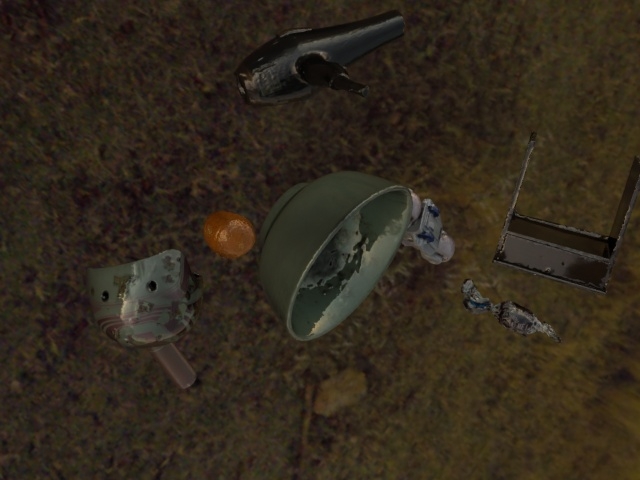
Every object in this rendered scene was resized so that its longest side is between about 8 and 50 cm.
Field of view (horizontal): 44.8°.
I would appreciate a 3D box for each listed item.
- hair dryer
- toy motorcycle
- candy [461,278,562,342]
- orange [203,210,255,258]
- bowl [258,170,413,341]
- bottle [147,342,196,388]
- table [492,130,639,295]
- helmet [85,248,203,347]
[{"bbox_3d":[0.040,-0.267,1.192,0.304,0.359,0.120,-21,116,-10],"label":"hair dryer"},{"bbox_3d":[0.191,-0.027,1.574,0.112,0.112,0.254,-54,140,-6],"label":"toy motorcycle"},{"bbox_3d":[0.387,0.146,1.573,0.051,0.226,0.094,-62,-179,32],"label":"candy"},{"bbox_3d":[-0.230,-0.013,1.957,0.136,0.136,0.117,14,84,-56],"label":"orange"},{"bbox_3d":[0.000,0.000,1.206,0.289,0.146,0.289,-42,155,-25],"label":"bowl"},{"bbox_3d":[-0.311,0.244,1.608,0.053,0.053,0.140,-43,119,-22],"label":"bottle"},{"bbox_3d":[0.544,-0.068,1.711,0.196,0.251,0.281,-36,141,-67],"label":"table"},{"bbox_3d":[-0.236,0.097,1.068,0.153,0.107,0.177,-14,148,4],"label":"helmet"}]
